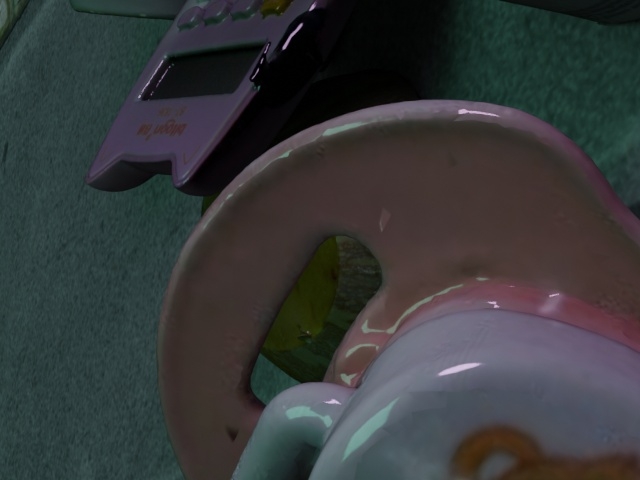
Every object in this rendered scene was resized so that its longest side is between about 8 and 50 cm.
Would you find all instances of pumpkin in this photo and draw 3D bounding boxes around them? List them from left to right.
[{"bbox_3d":[-0.015,-0.008,0.866,0.217,0.110,0.218,-12,75,51],"label":"pumpkin"}]

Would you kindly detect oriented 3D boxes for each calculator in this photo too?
[{"bbox_3d":[-0.033,-0.149,0.854,0.194,0.043,0.294,5,62,59],"label":"calculator"}]

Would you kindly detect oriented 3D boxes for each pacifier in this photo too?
[{"bbox_3d":[0.096,0.079,0.538,0.273,0.332,0.220,-60,-4,-26],"label":"pacifier"}]

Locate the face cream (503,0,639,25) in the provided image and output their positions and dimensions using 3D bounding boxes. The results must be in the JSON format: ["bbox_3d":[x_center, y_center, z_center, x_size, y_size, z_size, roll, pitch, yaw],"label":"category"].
[{"bbox_3d":[0.104,-0.200,0.653,0.177,0.152,0.177,-22,64,56],"label":"face cream"}]

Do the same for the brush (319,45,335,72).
[{"bbox_3d":[0.011,-0.212,0.935,0.070,0.021,0.196,13,96,61],"label":"brush"}]

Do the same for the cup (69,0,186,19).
[{"bbox_3d":[-0.120,-0.273,0.959,0.186,0.258,0.234,7,99,15],"label":"cup"}]
